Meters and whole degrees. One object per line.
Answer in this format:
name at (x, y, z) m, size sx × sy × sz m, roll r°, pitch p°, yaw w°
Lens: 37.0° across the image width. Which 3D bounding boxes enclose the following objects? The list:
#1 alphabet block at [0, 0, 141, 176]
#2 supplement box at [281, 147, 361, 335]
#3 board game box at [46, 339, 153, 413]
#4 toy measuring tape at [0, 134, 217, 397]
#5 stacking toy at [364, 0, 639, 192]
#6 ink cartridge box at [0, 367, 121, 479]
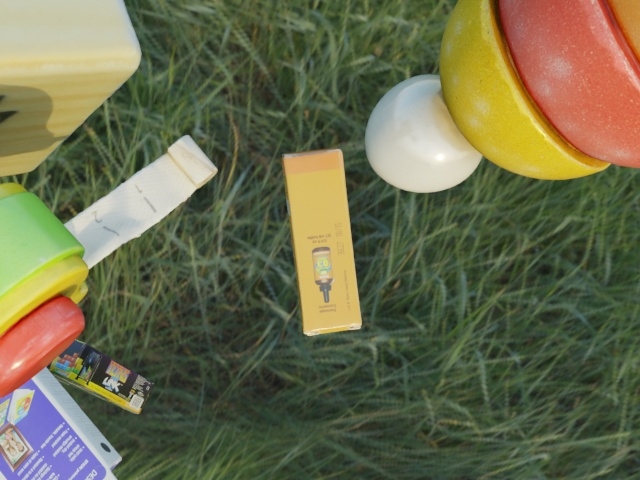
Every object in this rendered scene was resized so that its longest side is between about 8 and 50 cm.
alphabet block at (-0.267, -0.149, 0.619) m, size 0.197 × 0.193 × 0.192 m, roll -13°, pitch 77°, yaw -44°
supplement box at (0.000, 0.000, 1.240) m, size 0.078 × 0.080 × 0.234 m, roll -7°, pitch 94°, yaw -6°
board game box at (-0.306, 0.150, 1.174) m, size 0.141 × 0.170 × 0.048 m, roll 18°, pitch 73°, yaw 26°
toy measuring tape at (-0.152, -0.004, 0.565) m, size 0.121 × 0.121 × 0.330 m, roll 41°, pitch 44°, yaw 7°
stacking toy at (0.224, -0.174, 0.850) m, size 0.350 × 0.479 × 0.351 m, roll 24°, pitch 56°, yaw -40°
ink cartridge box at (-0.315, 0.273, 1.036) m, size 0.208 × 0.045 × 0.206 m, roll 46°, pitch 101°, yaw 20°
